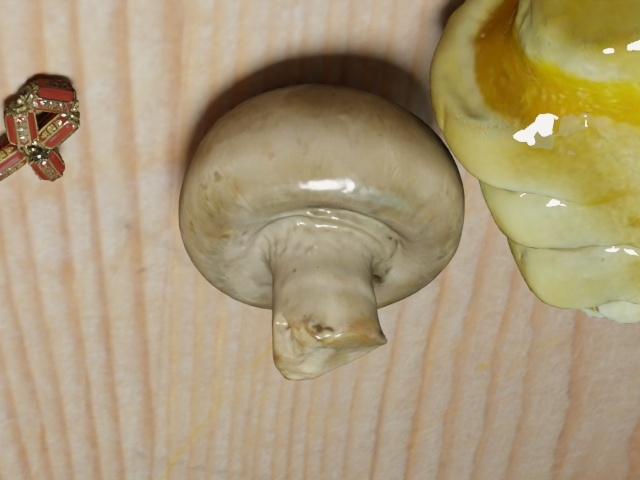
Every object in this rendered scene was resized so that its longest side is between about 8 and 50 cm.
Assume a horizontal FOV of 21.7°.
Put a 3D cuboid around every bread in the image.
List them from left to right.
[{"bbox_3d":[0.241,-0.107,1.155,0.300,0.210,0.341,-16,140,25],"label":"bread"}]

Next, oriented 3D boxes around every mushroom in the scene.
[{"bbox_3d":[0.000,0.000,1.152,0.204,0.204,0.204,-16,146,-11],"label":"mushroom"}]

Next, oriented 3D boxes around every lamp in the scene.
[{"bbox_3d":[-0.190,-0.073,1.098,0.063,0.031,0.083,-1,137,-33],"label":"lamp"}]
